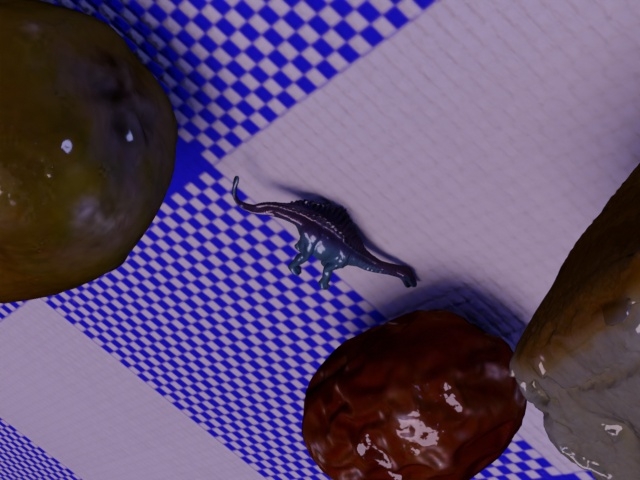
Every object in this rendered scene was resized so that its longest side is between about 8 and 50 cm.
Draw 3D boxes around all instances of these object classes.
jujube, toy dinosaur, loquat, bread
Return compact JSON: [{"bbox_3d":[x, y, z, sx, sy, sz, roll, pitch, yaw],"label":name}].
[{"bbox_3d":[0.084,0.156,1.052,0.174,0.174,0.250,39,143,-12],"label":"jujube"},{"bbox_3d":[0.000,0.000,1.032,0.197,0.045,0.080,29,134,-10],"label":"toy dinosaur"},{"bbox_3d":[-0.270,-0.088,0.950,0.283,0.276,0.276,-11,130,25],"label":"loquat"},{"bbox_3d":[0.272,0.041,0.699,0.225,0.250,0.279,42,151,-3],"label":"bread"}]
